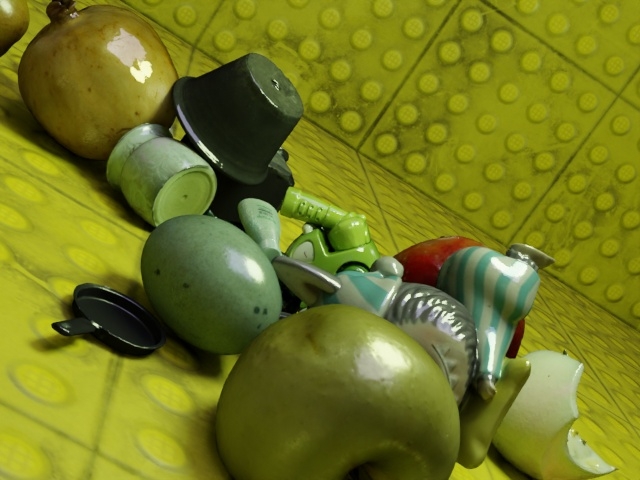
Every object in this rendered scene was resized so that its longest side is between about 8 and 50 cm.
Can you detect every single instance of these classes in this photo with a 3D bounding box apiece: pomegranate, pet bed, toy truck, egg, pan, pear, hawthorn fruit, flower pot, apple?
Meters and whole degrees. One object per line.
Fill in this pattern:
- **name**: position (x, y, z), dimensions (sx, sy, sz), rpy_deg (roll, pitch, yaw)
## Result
- **pomegranate**: position (-0.383, -0.276, 1.918), dimensions (0.307, 0.307, 0.307), rpy_deg (33, 14, -9)
- **pet bed**: position (-0.176, -0.130, 2.059), dimensions (0.211, 0.183, 0.159), rpy_deg (26, 21, -30)
- **toy truck**: position (0.017, 0.013, 1.935), dimensions (0.187, 0.211, 0.148), rpy_deg (4, 9, 6)
- **egg**: position (-0.154, 0.058, 1.500), dimensions (0.236, 0.169, 0.169), rpy_deg (47, 18, 33)
- **pan**: position (-0.277, 0.105, 1.350), dimensions (0.136, 0.028, 0.235), rpy_deg (37, 11, 12)
- **egg**: position (0.375, 0.327, 1.871), dimensions (0.206, 0.161, 0.271), rpy_deg (25, -40, 49)
- **pear**: position (-0.635, -0.421, 1.970), dimensions (0.200, 0.200, 0.200), rpy_deg (33, 14, -9)
- **hawthorn fruit**: position (0.217, 0.144, 1.880), dimensions (0.316, 0.316, 0.316), rpy_deg (33, 14, -9)
- **flower pot**: position (-0.127, -0.229, 1.874), dimensions (0.235, 0.148, 0.235), rpy_deg (40, 27, -26)
- **apple**: position (0.033, 0.201, 1.322), dimensions (0.295, 0.233, 0.258), rpy_deg (28, 18, -29)

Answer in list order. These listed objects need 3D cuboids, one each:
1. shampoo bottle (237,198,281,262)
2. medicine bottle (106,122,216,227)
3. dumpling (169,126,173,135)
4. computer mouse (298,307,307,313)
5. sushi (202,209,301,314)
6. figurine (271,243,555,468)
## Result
- **shampoo bottle**: position (-0.087, -0.011, 1.637), dimensions (0.069, 0.041, 0.191), rpy_deg (27, 16, -17)
- **medicine bottle**: position (-0.271, -0.107, 1.837), dimensions (0.143, 0.147, 0.147), rpy_deg (41, 15, 31)
- **dumpling**: position (-0.442, -0.297, 2.210), dimensions (0.332, 0.086, 0.166), rpy_deg (32, 46, -13)
- **computer mouse**: position (0.001, 0.167, 1.759), dimensions (0.102, 0.045, 0.199), rpy_deg (33, 13, -11)
- **sushi**: position (-0.123, 0.050, 1.699), dimensions (0.225, 0.127, 0.124), rpy_deg (31, 15, -25)
- **figurine**: position (0.110, 0.099, 1.569), dimensions (0.377, 0.361, 0.266), rpy_deg (34, -24, -18)
